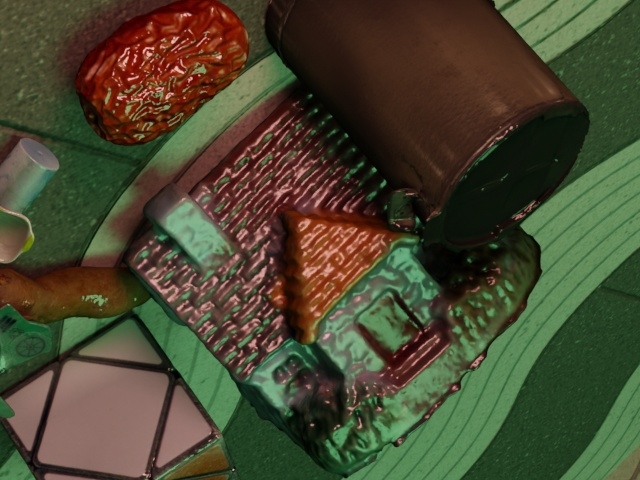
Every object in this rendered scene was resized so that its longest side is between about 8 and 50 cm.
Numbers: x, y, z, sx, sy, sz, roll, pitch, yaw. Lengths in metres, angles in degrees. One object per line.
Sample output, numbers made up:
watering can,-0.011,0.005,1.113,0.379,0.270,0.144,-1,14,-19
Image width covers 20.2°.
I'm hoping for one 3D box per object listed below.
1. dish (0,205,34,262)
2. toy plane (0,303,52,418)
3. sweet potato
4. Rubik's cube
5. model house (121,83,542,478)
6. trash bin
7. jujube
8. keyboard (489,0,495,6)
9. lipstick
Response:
dish,-0.339,-0.027,1.714,0.137,0.039,0.091,21,117,-16
toy plane,-0.441,0.188,1.874,0.382,0.106,0.155,-28,142,5
sweet potato,-0.260,0.059,1.957,0.281,0.059,0.067,0,143,-48
Rubik's cube,-0.233,0.248,2.121,0.207,0.205,0.205,-32,152,-9
model house,0.000,0.000,1.973,0.360,0.297,0.339,-44,121,-6
trash bin,0.110,-0.161,1.803,0.252,0.301,0.203,-31,152,-13
jujube,-0.150,-0.165,1.709,0.176,0.109,0.112,-37,-170,-21
keyboard,0.140,-0.221,2.066,0.155,0.010,0.053,-49,152,19
lipstick,-0.320,-0.028,1.763,0.158,0.048,0.048,-49,151,19
